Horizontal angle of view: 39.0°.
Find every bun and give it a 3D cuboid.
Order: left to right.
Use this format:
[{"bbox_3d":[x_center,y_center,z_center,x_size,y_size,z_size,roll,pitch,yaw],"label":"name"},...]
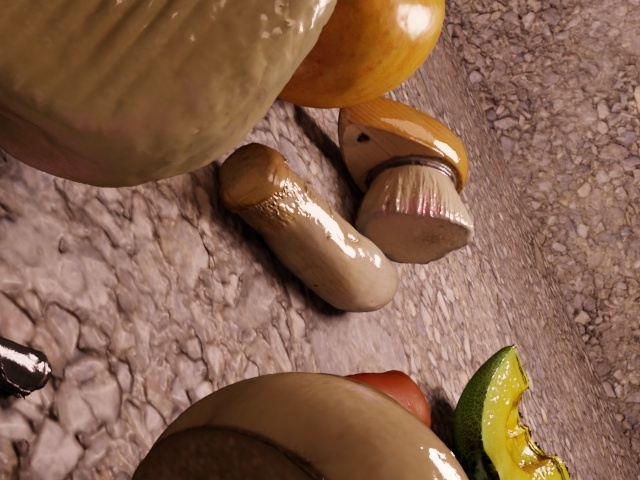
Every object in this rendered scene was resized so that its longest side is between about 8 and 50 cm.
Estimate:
[{"bbox_3d":[-0.161,-0.218,0.671,0.361,0.361,0.213,64,-13,-8],"label":"bun"}]

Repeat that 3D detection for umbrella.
[{"bbox_3d":[-0.225,0.072,0.577,0.133,0.031,0.036,36,64,-53],"label":"umbrella"}]

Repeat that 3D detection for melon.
[{"bbox_3d":[0.253,0.310,1.344,0.169,0.129,0.265,-25,96,-46],"label":"melon"}]

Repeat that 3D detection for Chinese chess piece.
[{"bbox_3d":[-0.013,0.222,0.598,0.112,0.270,0.270,-15,83,-52],"label":"Chinese chess piece"}]

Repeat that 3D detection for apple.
[{"bbox_3d":[0.006,-0.313,1.193,0.299,0.275,0.298,31,46,-38],"label":"apple"}]

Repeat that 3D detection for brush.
[{"bbox_3d":[0.111,-0.094,1.352,0.267,0.174,0.166,37,45,-38],"label":"brush"}]

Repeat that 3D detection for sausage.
[{"bbox_3d":[0.030,0.192,0.964,0.097,0.094,0.348,60,20,20],"label":"sausage"}]

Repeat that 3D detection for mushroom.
[{"bbox_3d":[0.000,0.000,1.088,0.351,0.095,0.122,43,14,-48],"label":"mushroom"}]
